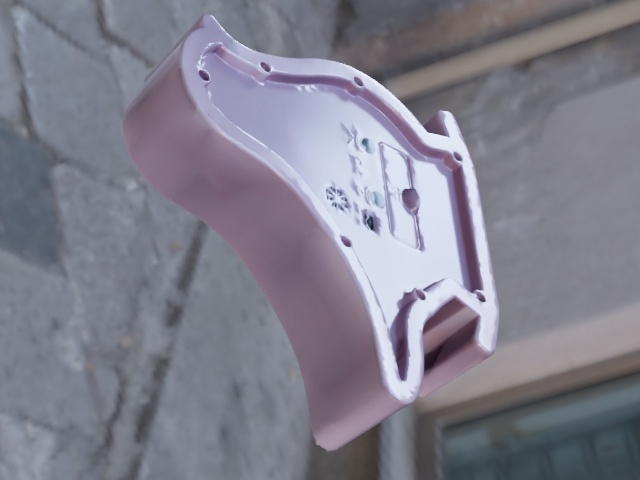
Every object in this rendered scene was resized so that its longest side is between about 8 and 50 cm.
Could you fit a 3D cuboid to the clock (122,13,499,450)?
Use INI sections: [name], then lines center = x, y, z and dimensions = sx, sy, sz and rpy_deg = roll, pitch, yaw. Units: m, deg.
[clock]
center = 0.000, 0.000, 1.081
dimensions = 0.275, 0.080, 0.290
rpy_deg = 21, 44, -34
